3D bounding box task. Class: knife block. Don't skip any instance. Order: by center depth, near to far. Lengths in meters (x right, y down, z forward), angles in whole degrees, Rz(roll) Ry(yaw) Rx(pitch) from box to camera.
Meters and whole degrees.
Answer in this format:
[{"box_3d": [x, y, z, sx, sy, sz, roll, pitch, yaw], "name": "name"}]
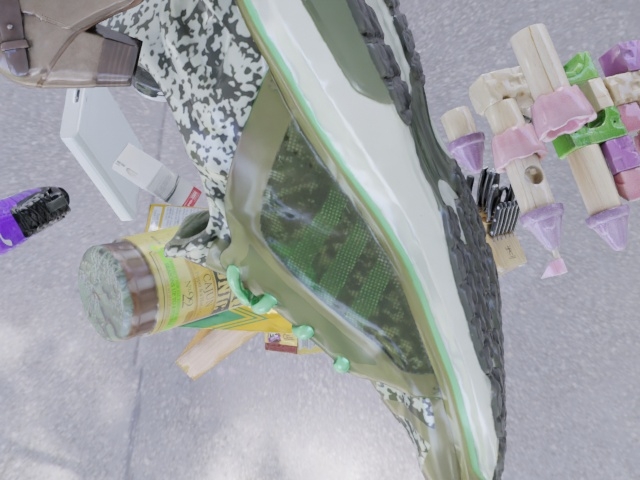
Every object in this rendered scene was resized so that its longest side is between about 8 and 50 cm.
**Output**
[{"box_3d": [0.359, -0.025, 1.717, 0.088, 0.275, 0.242, -11, 72, -34], "name": "knife block"}]

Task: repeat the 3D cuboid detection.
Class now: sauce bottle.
[{"box_3d": [-0.102, 0.022, 0.868, 0.344, 0.111, 0.112, -17, 100, -42], "name": "sauce bottle"}]

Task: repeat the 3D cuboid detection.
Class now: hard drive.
[{"box_3d": [-0.449, -0.204, 1.551, 0.040, 0.308, 0.203, -6, 61, 6], "name": "hard drive"}]

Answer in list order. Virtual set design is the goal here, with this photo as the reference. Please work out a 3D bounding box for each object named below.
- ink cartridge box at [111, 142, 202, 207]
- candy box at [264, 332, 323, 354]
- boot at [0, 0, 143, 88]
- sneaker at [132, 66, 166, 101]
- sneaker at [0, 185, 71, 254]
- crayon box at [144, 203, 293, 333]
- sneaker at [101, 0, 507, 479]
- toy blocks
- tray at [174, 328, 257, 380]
[{"box_3d": [-0.292, -0.109, 1.331, 0.099, 0.135, 0.056, 31, 86, 27], "name": "ink cartridge box"}, {"box_3d": [-0.005, 0.192, 1.472, 0.186, 0.109, 0.053, -1, 88, -39], "name": "candy box"}, {"box_3d": [-0.122, -0.128, 0.348, 0.086, 0.042, 0.119, 15, 103, -12], "name": "boot"}, {"box_3d": [-0.173, -0.291, 1.418, 0.447, 0.258, 0.169, -27, 69, -37], "name": "sneaker"}, {"box_3d": [-0.603, -0.059, 1.542, 0.146, 0.293, 0.102, -17, 108, 4], "name": "sneaker"}, {"box_3d": [-0.133, 0.047, 1.226, 0.322, 0.203, 0.083, 4, 136, -3], "name": "crayon box"}, {"box_3d": [0.000, 0.000, 0.464, 0.181, 0.158, 0.411, -17, 103, 21], "name": "sneaker"}, {"box_3d": [0.342, -0.106, 0.949, 0.288, 0.309, 0.260, -16, 79, -18], "name": "toy blocks"}, {"box_3d": [-0.150, 0.152, 1.710, 0.411, 0.203, 0.076, -38, 100, 31], "name": "tray"}]
